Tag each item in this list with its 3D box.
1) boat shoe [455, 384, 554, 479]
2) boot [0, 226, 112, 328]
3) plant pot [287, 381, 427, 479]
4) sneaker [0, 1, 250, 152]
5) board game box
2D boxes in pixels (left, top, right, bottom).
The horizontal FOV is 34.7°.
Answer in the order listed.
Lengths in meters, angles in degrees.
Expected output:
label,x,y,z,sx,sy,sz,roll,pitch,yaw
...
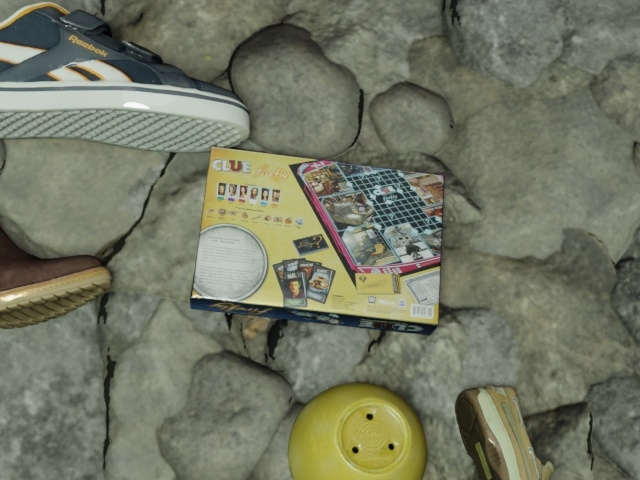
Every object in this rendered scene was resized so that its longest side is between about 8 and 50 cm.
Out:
label,x,y,z,sx,sy,sz,roll,pitch,yaw
boat shoe,0.191,0.226,0.966,0.072,0.068,0.189,-6,70,-22
boot,-0.336,-0.017,0.970,0.249,0.090,0.206,-12,74,-8
plant pot,0.041,0.188,0.941,0.134,0.095,0.134,3,70,-7
sneaker,-0.227,-0.166,1.020,0.321,0.126,0.127,4,74,-5
board game box,0.000,0.000,1.033,0.243,0.042,0.165,7,70,-5
